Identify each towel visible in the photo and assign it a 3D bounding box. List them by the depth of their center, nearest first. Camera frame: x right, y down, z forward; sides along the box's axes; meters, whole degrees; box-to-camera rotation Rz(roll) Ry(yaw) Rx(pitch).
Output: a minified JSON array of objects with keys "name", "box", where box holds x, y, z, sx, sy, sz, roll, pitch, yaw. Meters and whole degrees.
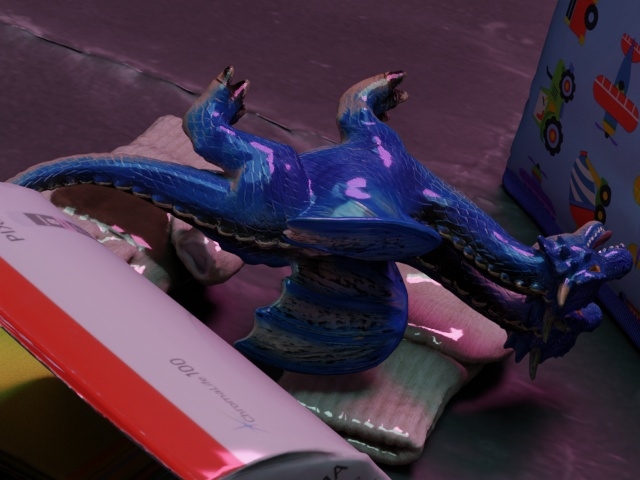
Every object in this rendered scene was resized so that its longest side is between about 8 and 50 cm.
[{"name":"towel","box":[-0.106,0.074,0.832,0.237,0.021,0.102,25,27,19]}]

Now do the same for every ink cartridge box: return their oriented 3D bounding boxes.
[{"name":"ink cartridge box","box":[-0.072,0.031,0.696,0.189,0.232,0.066,36,77,31]}]

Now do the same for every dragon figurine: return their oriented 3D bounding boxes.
[{"name":"dragon figurine","box":[0.000,0.000,0.869,0.289,0.085,0.144,-2,42,-30]}]

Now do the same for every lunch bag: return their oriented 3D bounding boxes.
[{"name":"lunch bag","box":[0.211,-0.045,0.973,0.138,0.221,0.293,7,30,-14]}]

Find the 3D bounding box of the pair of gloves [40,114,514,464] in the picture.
[{"name":"pair of gloves","box":[-0.019,0.008,0.960,0.240,0.042,0.204,25,30,16]}]
